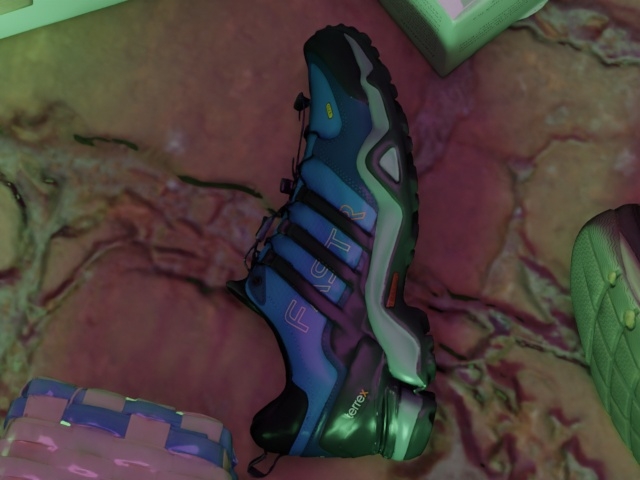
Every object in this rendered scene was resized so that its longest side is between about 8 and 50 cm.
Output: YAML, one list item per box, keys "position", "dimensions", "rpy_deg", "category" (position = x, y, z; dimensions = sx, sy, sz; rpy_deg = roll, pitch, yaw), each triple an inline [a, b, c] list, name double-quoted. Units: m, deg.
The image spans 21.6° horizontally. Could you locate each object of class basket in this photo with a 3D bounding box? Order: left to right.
- position: [-0.144, 0.245, 0.995]
  dimensions: [0.201, 0.255, 0.289]
  rpy_deg: [17, 66, 1]
  category: "basket"

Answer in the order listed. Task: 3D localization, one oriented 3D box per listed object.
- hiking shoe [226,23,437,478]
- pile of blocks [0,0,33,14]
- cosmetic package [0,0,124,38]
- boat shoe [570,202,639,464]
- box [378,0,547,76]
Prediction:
- position: [0.000, 0.000, 1.123]
  dimensions: [0.132, 0.113, 0.304]
  rpy_deg: [-5, 77, -3]
  category: "hiking shoe"
- position: [-0.274, -0.296, 1.049]
  dimensions: [0.112, 0.149, 0.362]
  rpy_deg: [-29, 89, -50]
  category: "pile of blocks"
- position: [-0.241, -0.262, 1.162]
  dimensions: [0.385, 0.156, 0.217]
  rpy_deg: [-15, 78, -5]
  category: "cosmetic package"
- position: [0.290, 0.126, 1.104]
  dimensions: [0.130, 0.132, 0.355]
  rpy_deg: [-28, 88, -17]
  category: "boat shoe"
- position: [0.101, -0.249, 1.178]
  dimensions: [0.181, 0.119, 0.182]
  rpy_deg: [-38, 80, -8]
  category: "box"
